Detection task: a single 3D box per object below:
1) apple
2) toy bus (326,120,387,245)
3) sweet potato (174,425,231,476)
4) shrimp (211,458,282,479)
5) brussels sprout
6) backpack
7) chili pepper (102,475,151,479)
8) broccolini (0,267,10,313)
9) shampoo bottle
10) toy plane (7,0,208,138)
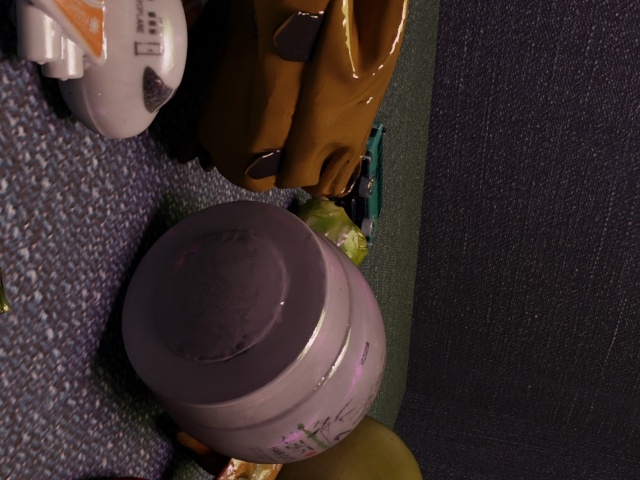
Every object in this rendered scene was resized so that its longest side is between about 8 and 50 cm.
[{"bbox_3d":[0.020,0.481,1.247,0.357,0.357,0.357,11,90,-75],"label":"apple"},{"bbox_3d":[0.056,-0.121,1.369,0.256,0.128,0.147,85,20,-51],"label":"toy bus"},{"bbox_3d":[-0.126,0.296,1.027,0.359,0.112,0.112,55,47,-65],"label":"sweet potato"},{"bbox_3d":[-0.120,0.323,0.915,0.217,0.051,0.115,-35,131,-38],"label":"shrimp"},{"bbox_3d":[-0.001,0.005,1.256,0.122,0.151,0.149,-38,173,-25],"label":"brussels sprout"},{"bbox_3d":[-0.026,-0.235,0.761,0.378,0.201,0.353,-96,-159,-48],"label":"backpack"},{"bbox_3d":[-0.237,0.310,0.719,0.137,0.092,0.368,-52,160,4],"label":"chili pepper"},{"bbox_3d":[-0.257,0.003,0.525,0.035,0.030,0.140,-44,147,-51],"label":"broccolini"},{"bbox_3d":[-0.067,0.110,0.803,0.266,0.273,0.273,58,45,-59],"label":"shampoo bottle"},{"bbox_3d":[-0.157,-0.204,0.569,0.245,0.117,0.244,9,90,-76],"label":"toy plane"}]
